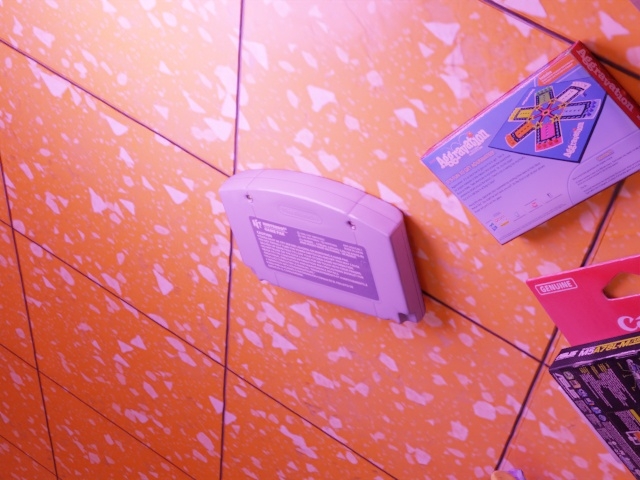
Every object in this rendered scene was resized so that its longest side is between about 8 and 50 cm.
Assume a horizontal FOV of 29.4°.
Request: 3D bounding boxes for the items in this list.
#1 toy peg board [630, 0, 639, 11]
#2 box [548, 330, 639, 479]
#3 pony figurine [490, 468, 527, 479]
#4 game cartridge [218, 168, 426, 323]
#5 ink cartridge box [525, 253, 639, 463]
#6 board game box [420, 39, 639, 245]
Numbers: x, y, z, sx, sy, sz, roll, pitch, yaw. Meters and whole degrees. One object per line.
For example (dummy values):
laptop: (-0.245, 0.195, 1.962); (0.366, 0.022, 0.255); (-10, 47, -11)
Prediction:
toy peg board: (0.368, -0.216, 1.025); (0.161, 0.079, 0.161); (39, 151, -24)
box: (0.377, 0.187, 1.362); (0.190, 0.045, 0.184); (49, 144, -11)
pony figurine: (0.260, 0.513, 1.755); (0.351, 0.303, 0.363); (53, 134, 50)
game cartridge: (0.000, 0.000, 1.654); (0.294, 0.060, 0.196); (16, 142, 34)
ink cartridge box: (0.393, 0.138, 1.390); (0.261, 0.066, 0.296); (51, 146, -15)
board game box: (0.235, -0.096, 1.323); (0.145, 0.027, 0.281); (45, 147, -7)
